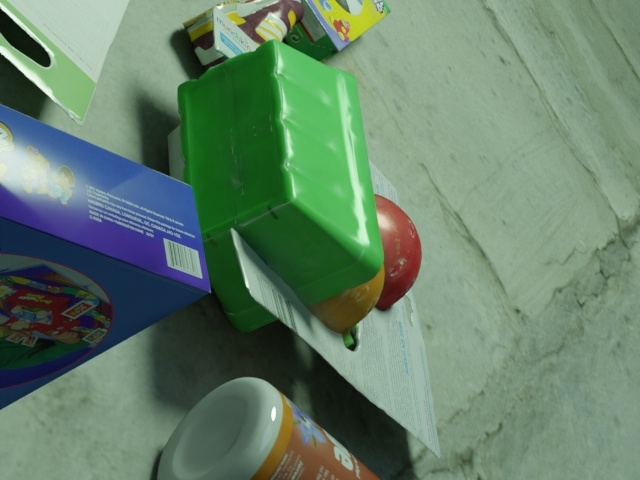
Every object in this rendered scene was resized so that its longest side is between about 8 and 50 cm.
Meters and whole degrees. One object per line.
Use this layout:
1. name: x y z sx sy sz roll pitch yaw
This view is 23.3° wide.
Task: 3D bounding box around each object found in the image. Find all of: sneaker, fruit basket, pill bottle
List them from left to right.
1. sneaker: -0.068 -0.198 1.562 0.185 0.069 0.084 -25 94 -56
2. pill bottle: -0.013 0.211 1.193 0.216 0.121 0.121 44 32 -28
3. fruit basket: 0.000 0.000 1.428 0.353 0.165 0.327 50 26 -50

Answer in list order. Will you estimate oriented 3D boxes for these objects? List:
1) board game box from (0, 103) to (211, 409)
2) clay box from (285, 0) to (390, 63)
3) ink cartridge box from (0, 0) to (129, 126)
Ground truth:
1. board game box: -0.266 0.002 0.867 0.347 0.233 0.078 24 46 -48
2. clay box: 0.005 -0.283 1.762 0.127 0.053 0.222 56 29 -8
3. ink cartridge box: -0.246 -0.207 1.288 0.171 0.056 0.235 43 35 -26
